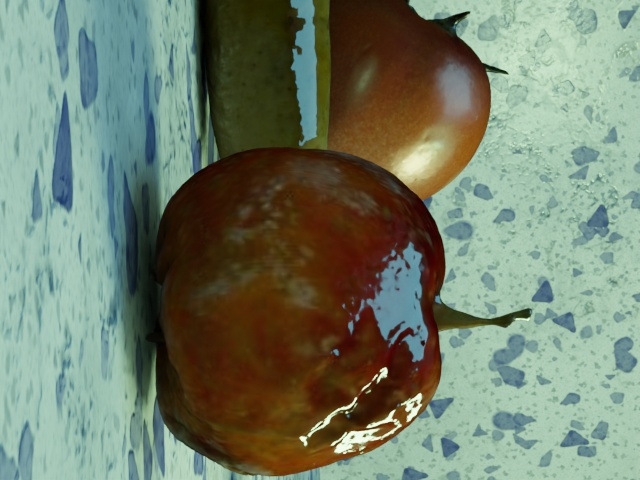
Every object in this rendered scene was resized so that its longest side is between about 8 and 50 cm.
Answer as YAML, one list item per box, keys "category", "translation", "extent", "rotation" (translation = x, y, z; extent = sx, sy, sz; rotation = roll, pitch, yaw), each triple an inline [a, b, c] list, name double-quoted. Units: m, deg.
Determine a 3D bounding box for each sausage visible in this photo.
- category: "sausage"
  translation: [-0.048, -0.265, 1.492]
  extent: [0.136, 0.123, 0.501]
  rotation: [13, 77, -60]

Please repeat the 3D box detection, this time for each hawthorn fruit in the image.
- category: "hawthorn fruit"
  translation: [0.013, 0.049, 1.114]
  extent: [0.242, 0.271, 0.242]
  rotation: [-179, -90, -82]

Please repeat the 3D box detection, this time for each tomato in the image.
- category: "tomato"
  translation: [0.050, -0.155, 1.641]
  extent: [0.224, 0.256, 0.256]
  rotation: [-62, 177, 0]
